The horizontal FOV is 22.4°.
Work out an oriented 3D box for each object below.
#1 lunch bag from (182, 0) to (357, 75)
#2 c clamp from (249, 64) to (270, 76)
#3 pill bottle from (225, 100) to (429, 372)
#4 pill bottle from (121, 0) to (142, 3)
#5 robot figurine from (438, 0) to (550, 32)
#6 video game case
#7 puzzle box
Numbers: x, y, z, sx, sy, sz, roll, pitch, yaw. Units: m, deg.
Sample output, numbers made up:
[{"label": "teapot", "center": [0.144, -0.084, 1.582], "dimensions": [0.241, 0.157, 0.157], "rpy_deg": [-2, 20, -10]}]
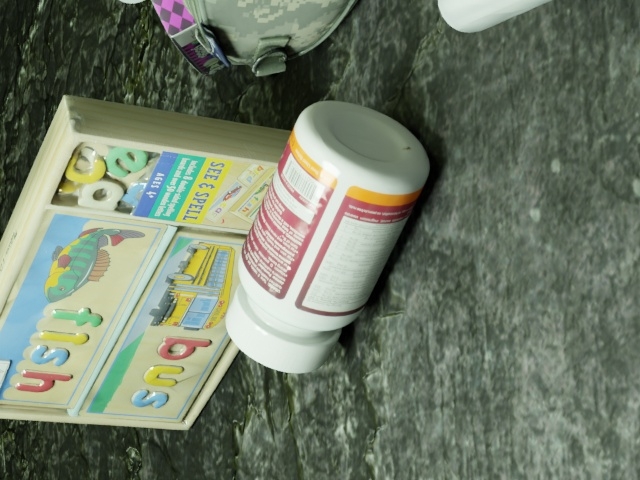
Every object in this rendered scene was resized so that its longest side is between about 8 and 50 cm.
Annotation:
[{"label": "lunch bag", "center": [-0.055, -0.341, 1.499], "dimensions": [0.256, 0.212, 0.305], "rpy_deg": [107, 156, -55]}, {"label": "c clamp", "center": [-0.063, -0.247, 1.670], "dimensions": [0.160, 0.022, 0.137], "rpy_deg": [54, 131, 52]}, {"label": "pill bottle", "center": [0.000, 0.000, 1.399], "dimensions": [0.221, 0.121, 0.121], "rpy_deg": [-65, 33, 31]}, {"label": "pill bottle", "center": [-0.246, -0.342, 1.968], "dimensions": [0.137, 0.078, 0.078], "rpy_deg": [49, 127, 53]}, {"label": "robot figurine", "center": [0.167, -0.273, 1.061], "dimensions": [0.353, 0.200, 0.300], "rpy_deg": [-12, 47, 61]}, {"label": "video game case", "center": [-0.168, -0.293, 1.651], "dimensions": [0.232, 0.042, 0.210], "rpy_deg": [64, -177, 7]}, {"label": "puzzle box", "center": [-0.179, 0.040, 1.568], "dimensions": [0.409, 0.272, 0.052], "rpy_deg": [-59, 36, 39]}]
